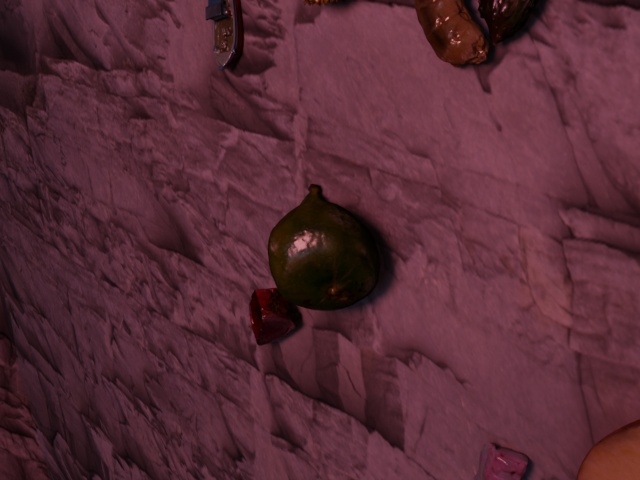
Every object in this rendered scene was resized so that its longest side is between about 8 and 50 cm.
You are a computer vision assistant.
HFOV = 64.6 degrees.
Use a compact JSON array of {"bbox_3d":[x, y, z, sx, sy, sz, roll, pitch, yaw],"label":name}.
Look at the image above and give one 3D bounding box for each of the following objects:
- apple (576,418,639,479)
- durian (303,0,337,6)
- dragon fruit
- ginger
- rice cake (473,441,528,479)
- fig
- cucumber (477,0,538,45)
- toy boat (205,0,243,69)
[{"bbox_3d":[0.485,0.337,0.597,0.293,0.163,0.251,50,133,36],"label":"apple"},{"bbox_3d":[0.040,-0.487,0.831,0.165,0.132,0.183,21,120,45],"label":"durian"},{"bbox_3d":[-0.095,0.149,1.058,0.147,0.096,0.102,118,134,-61],"label":"dragon fruit"},{"bbox_3d":[0.193,-0.346,0.772,0.095,0.069,0.190,-30,79,40],"label":"ginger"},{"bbox_3d":[0.263,0.467,0.851,0.081,0.051,0.290,28,112,30],"label":"rice cake"},{"bbox_3d":[0.000,0.000,0.939,0.203,0.203,0.235,-49,28,31],"label":"fig"},{"bbox_3d":[0.300,-0.444,0.666,0.096,0.096,0.359,36,118,27],"label":"cucumber"},{"bbox_3d":[-0.203,-0.444,1.061,0.069,0.058,0.173,4,99,36],"label":"toy boat"}]
